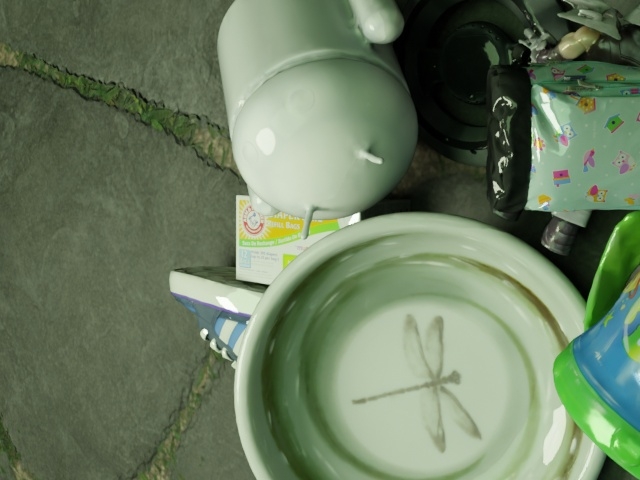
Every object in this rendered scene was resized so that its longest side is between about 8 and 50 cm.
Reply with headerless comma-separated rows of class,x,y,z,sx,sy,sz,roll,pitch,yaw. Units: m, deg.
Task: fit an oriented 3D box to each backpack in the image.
backpack,0.239,-0.087,0.852,0.182,0.115,0.151,-1,118,4

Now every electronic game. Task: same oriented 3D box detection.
electronic game,0.174,-0.195,1.075,0.229,0.048,0.229,13,111,38

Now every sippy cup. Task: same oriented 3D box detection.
sippy cup,0.354,0.082,0.829,0.305,0.240,0.224,36,114,26

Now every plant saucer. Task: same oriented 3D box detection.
plant saucer,0.110,0.164,1.069,0.401,0.100,0.400,1,96,7

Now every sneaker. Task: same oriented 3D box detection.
sneaker,-0.076,0.172,1.262,0.323,0.130,0.236,13,101,30

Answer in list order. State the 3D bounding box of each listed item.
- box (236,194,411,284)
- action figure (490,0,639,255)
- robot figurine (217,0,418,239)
box,0.000,0.000,1.206,0.203,0.103,0.114,5,98,40
action figure,0.263,-0.129,0.947,0.185,0.099,0.285,29,127,7
robot figurine,-0.006,-0.165,1.087,0.300,0.200,0.353,-56,32,37
